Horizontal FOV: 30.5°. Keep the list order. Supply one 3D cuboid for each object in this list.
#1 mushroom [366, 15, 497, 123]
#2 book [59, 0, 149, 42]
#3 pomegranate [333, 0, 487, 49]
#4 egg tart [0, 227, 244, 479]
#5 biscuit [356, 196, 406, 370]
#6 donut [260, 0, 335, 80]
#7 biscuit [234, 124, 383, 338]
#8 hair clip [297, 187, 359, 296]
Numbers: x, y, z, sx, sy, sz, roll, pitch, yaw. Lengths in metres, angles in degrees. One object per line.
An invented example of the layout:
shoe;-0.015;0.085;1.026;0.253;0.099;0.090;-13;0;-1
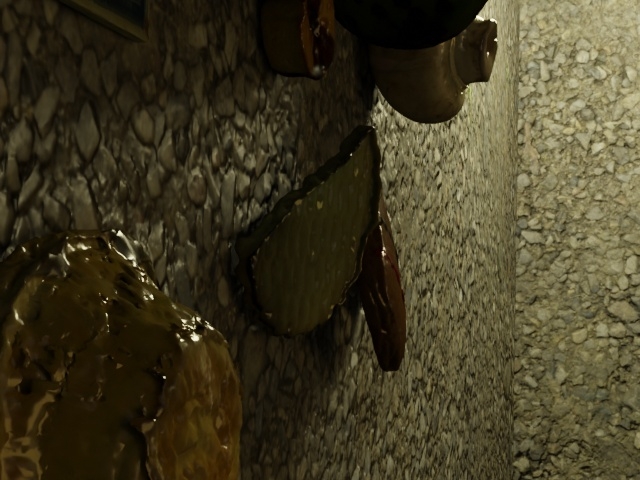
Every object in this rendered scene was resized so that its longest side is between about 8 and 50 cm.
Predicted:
mushroom;0.159;-0.296;1.707;0.255;0.184;0.255;-47;144;-50
book;-0.174;-0.328;0.870;0.228;0.018;0.322;16;75;-74
pomegranate;0.102;-0.382;1.407;0.242;0.242;0.306;-65;150;-55
egg tart;-0.137;0.145;0.800;0.341;0.132;0.341;-1;90;-75
biscuit;0.081;0.053;1.532;0.277;0.052;0.262;-97;174;-47
donut;-0.023;-0.243;1.302;0.140;0.059;0.140;0;90;-74
biscuit;-0.006;0.010;1.294;0.273;0.036;0.187;-45;138;-43
hair clip;-0.005;-0.002;1.384;0.062;0.056;0.214;-54;144;-18
